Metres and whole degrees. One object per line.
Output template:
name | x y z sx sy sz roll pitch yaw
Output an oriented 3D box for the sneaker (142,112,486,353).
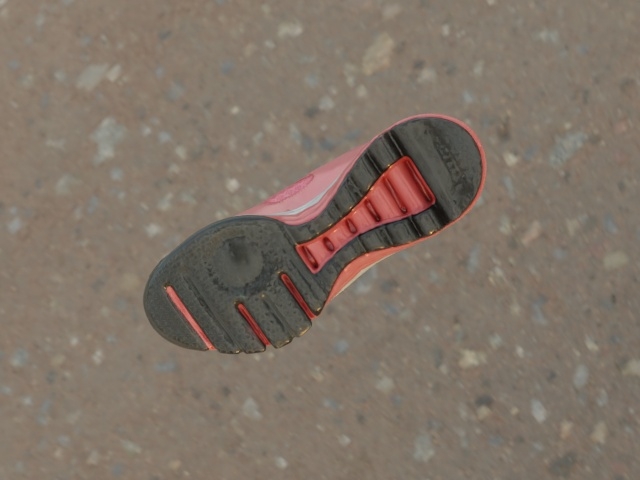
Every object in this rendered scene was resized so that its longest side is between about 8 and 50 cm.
sneaker | 0.001 0.000 1.196 0.314 0.136 0.116 -28 93 7
